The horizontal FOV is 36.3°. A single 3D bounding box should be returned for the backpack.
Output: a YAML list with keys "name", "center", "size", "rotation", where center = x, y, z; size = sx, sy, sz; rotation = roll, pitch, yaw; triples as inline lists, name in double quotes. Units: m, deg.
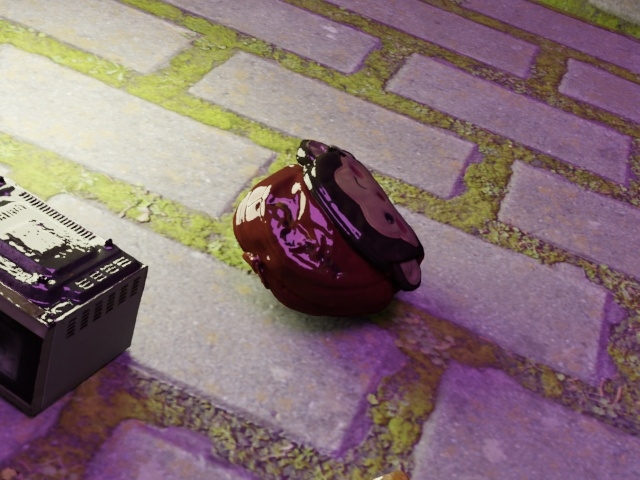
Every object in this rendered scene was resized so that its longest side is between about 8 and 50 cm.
- name: "backpack"
  center: [0.001, -0.001, 1.127]
  size: [0.229, 0.139, 0.229]
  rotation: [23, 41, -21]

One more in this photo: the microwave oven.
- name: "microwave oven"
  center: [-0.292, 0.038, 0.925]
  size: [0.205, 0.129, 0.163]
  rotation: [29, 35, 15]

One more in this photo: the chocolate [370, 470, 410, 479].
- name: "chocolate"
  center: [0.067, 0.250, 0.661]
  size: [0.086, 0.085, 0.219]
  rotation: [9, 31, -14]
